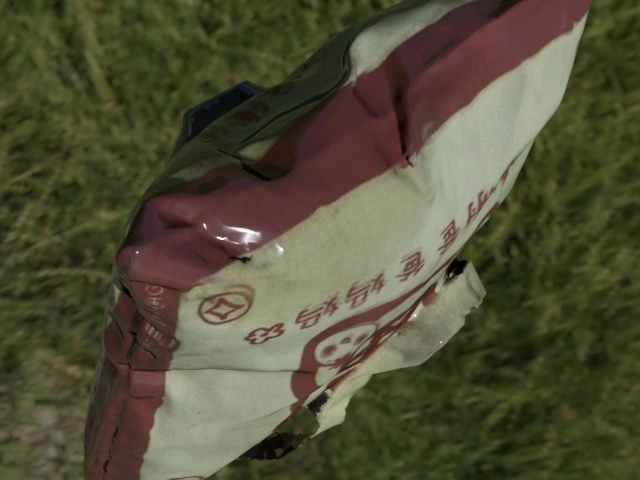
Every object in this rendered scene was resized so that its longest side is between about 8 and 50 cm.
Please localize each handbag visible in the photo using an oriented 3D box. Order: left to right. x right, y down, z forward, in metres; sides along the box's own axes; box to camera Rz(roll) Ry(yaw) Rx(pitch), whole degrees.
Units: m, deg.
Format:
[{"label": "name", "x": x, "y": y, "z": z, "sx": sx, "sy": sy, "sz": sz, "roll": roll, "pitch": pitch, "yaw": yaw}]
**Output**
[{"label": "handbag", "x": 0.000, "y": 0.000, "z": 0.702, "sx": 0.127, "sy": 0.235, "sz": 0.213, "roll": 43, "pitch": 64, "yaw": 12}]
